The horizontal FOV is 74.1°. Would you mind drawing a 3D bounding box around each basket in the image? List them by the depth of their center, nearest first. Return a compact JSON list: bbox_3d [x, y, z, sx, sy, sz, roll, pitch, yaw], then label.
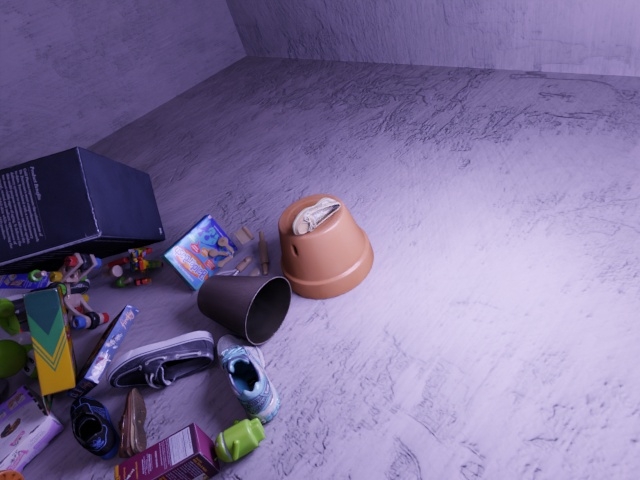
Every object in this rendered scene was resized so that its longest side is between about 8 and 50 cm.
[{"bbox_3d":[-0.229,0.178,1.208,0.226,0.154,0.204,6,46,34],"label":"basket"}]

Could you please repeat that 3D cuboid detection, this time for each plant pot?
[{"bbox_3d":[0.000,0.000,1.265,0.290,0.204,0.291,-11,40,10],"label":"plant pot"}]

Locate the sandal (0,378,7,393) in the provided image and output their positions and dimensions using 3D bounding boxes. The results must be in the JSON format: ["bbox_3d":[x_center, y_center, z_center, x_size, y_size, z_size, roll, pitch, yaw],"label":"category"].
[{"bbox_3d":[-0.999,0.465,1.217,0.076,0.102,0.265,-53,23,-2],"label":"sandal"}]

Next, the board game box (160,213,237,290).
[{"bbox_3d":[-0.404,0.039,1.426,0.047,0.160,0.210,-6,37,51],"label":"board game box"}]

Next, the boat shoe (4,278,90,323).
[{"bbox_3d":[-0.981,0.224,1.519,0.302,0.114,0.091,-21,64,-15],"label":"boat shoe"}]

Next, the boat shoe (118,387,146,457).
[{"bbox_3d":[-0.476,0.453,1.060,0.060,0.064,0.178,-23,42,-4],"label":"boat shoe"}]

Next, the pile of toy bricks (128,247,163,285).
[{"bbox_3d":[-0.625,0.089,1.533,0.105,0.118,0.212,-7,14,-29],"label":"pile of toy bricks"}]

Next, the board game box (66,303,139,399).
[{"bbox_3d":[-0.628,0.321,1.231,0.165,0.042,0.243,-37,27,36],"label":"board game box"}]

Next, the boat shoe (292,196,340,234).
[{"bbox_3d":[-0.011,-0.064,1.141,0.153,0.056,0.048,-36,37,-29],"label":"boat shoe"}]

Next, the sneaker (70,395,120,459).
[{"bbox_3d":[-0.592,0.458,1.082,0.232,0.091,0.081,20,54,39],"label":"sneaker"}]

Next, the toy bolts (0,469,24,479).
[{"bbox_3d":[-0.732,0.562,0.843,0.158,0.229,0.219,1,52,24],"label":"toy bolts"}]

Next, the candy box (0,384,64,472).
[{"bbox_3d":[-0.814,0.510,1.136,0.196,0.070,0.165,17,52,37],"label":"candy box"}]

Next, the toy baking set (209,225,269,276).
[{"bbox_3d":[-0.263,0.074,1.396,0.196,0.030,0.257,-15,62,0],"label":"toy baking set"}]

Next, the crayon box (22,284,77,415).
[{"bbox_3d":[-0.736,0.289,1.170,0.081,0.319,0.202,-10,3,-29],"label":"crayon box"}]

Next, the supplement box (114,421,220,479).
[{"bbox_3d":[-0.329,0.495,0.916,0.188,0.104,0.081,-27,39,-9],"label":"supplement box"}]

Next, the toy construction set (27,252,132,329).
[{"bbox_3d":[-0.831,0.169,1.449,0.237,0.258,0.309,-16,17,25],"label":"toy construction set"}]

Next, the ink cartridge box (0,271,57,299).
[{"bbox_3d":[-1.118,0.200,1.619,0.208,0.045,0.206,1,37,-16],"label":"ink cartridge box"}]

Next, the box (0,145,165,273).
[{"bbox_3d":[-0.887,-0.078,1.484,0.470,0.298,0.480,-14,-2,2],"label":"box"}]

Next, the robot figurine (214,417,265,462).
[{"bbox_3d":[-0.182,0.444,0.940,0.115,0.067,0.101,-27,12,-7],"label":"robot figurine"}]

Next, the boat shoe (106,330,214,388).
[{"bbox_3d":[-0.430,0.345,1.141,0.300,0.108,0.102,-18,39,-6],"label":"boat shoe"}]

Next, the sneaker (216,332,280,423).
[{"bbox_3d":[-0.192,0.309,1.055,0.110,0.122,0.283,-34,41,-16],"label":"sneaker"}]

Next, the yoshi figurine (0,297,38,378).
[{"bbox_3d":[-0.998,0.300,1.294,0.361,0.204,0.203,29,38,14],"label":"yoshi figurine"}]
